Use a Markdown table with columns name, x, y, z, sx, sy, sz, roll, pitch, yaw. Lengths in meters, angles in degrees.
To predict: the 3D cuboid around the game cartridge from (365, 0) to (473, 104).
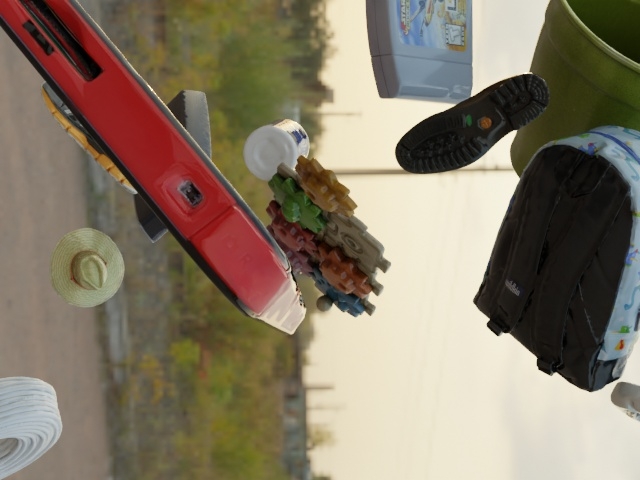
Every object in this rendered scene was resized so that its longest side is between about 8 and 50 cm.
| name | x | y | z | sx | sy | sz | roll | pitch | yaw |
| --- | --- | --- | --- | --- | --- | --- | --- | --- | --- |
| game cartridge | 0.150 | -0.356 | 1.935 | 0.198 | 0.062 | 0.297 | -2 | 92 | -49 |

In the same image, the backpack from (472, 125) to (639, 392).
| name | x | y | z | sx | sy | sz | roll | pitch | yaw |
| --- | --- | --- | --- | --- | --- | --- | --- | --- | --- |
| backpack | 0.407 | -0.002 | 1.973 | 0.290 | 0.273 | 0.355 | 38 | -38 | 41 |

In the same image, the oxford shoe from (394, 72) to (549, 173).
| name | x | y | z | sx | sy | sz | roll | pitch | yaw |
| --- | --- | --- | --- | --- | --- | --- | --- | --- | --- |
| oxford shoe | 0.208 | -0.157 | 1.759 | 0.082 | 0.227 | 0.096 | 63 | 15 | -9 |

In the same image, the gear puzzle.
| name | x | y | z | sx | sy | sz | roll | pitch | yaw |
| --- | --- | --- | --- | --- | --- | --- | --- | --- | --- |
| gear puzzle | 0.000 | 0.000 | 1.511 | 0.044 | 0.175 | 0.339 | -46 | 168 | -19 |

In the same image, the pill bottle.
| name | x | y | z | sx | sy | sz | roll | pitch | yaw |
| --- | --- | --- | --- | --- | --- | --- | --- | --- | --- |
| pill bottle | -0.050 | -0.113 | 1.579 | 0.120 | 0.067 | 0.067 | -50 | 141 | -75 |

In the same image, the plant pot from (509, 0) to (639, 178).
| name | x | y | z | sx | sy | sz | roll | pitch | yaw |
| --- | --- | --- | --- | --- | --- | --- | --- | --- | --- |
| plant pot | 0.493 | -0.233 | 2.172 | 0.366 | 0.366 | 0.353 | -92 | -161 | -47 |

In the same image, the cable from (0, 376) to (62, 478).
| name | x | y | z | sx | sy | sz | roll | pitch | yaw |
| --- | --- | --- | --- | --- | --- | --- | --- | --- | --- |
| cable | -0.522 | 0.301 | 1.989 | 0.089 | 0.257 | 0.257 | 61 | -19 | 22 |

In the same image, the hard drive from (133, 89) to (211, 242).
| name | x | y | z | sx | sy | sz | roll | pitch | yaw |
| --- | --- | --- | --- | --- | --- | --- | --- | --- | --- |
| hard drive | -0.261 | -0.137 | 2.239 | 0.172 | 0.054 | 0.254 | -38 | -140 | 30 |

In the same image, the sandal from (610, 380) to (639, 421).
| name | x | y | z | sx | sy | sz | roll | pitch | yaw |
| --- | --- | --- | --- | --- | --- | --- | --- | --- | --- |
| sandal | 0.622 | 0.252 | 1.876 | 0.169 | 0.416 | 0.102 | 36 | 71 | -55 |

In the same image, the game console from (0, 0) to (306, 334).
| name | x | y | z | sx | sy | sz | roll | pitch | yaw |
| --- | --- | --- | --- | --- | --- | --- | --- | --- | --- |
| game console | -0.153 | -0.082 | 1.084 | 0.386 | 0.060 | 0.342 | 50 | -6 | 8 |

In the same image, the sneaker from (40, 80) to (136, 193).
| name | x | y | z | sx | sy | sz | roll | pitch | yaw |
| --- | --- | --- | --- | --- | --- | --- | --- | --- | --- |
| sneaker | -0.323 | -0.164 | 1.896 | 0.083 | 0.215 | 0.084 | -47 | 175 | -3 |

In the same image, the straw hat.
| name | x | y | z | sx | sy | sz | roll | pitch | yaw |
| --- | --- | --- | --- | --- | --- | --- | --- | --- | --- |
| straw hat | -0.405 | 0.054 | 2.269 | 0.061 | 0.144 | 0.144 | -158 | -114 | -64 |
